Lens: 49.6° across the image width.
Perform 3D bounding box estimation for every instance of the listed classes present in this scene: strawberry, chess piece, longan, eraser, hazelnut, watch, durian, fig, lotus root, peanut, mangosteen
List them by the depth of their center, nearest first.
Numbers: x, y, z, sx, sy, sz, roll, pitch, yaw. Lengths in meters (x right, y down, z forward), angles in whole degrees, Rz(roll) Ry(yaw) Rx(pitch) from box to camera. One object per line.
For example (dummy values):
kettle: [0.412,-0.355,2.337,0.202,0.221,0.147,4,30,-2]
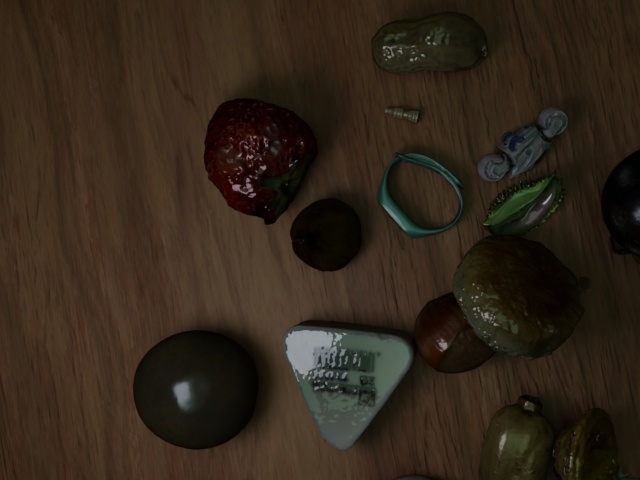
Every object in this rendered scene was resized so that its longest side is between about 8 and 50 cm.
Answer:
mangosteen: [0.781,-0.075,1.578,0.288,0.288,0.288,0,89,11]
lotus root: [0.475,0.512,1.672,0.160,0.146,0.284,15,90,-1]
hazelnut: [0.330,0.225,1.697,0.214,0.176,0.214,-2,51,3]
durian: [0.498,-0.093,1.708,0.220,0.137,0.095,-34,49,13]
fig: [-0.019,-0.024,1.721,0.190,0.290,0.190,-7,78,34]
peanut: [0.272,-0.498,1.730,0.291,0.159,0.143,1,63,11]
eraser: [0.096,0.320,1.746,0.331,0.150,0.331,0,88,9]
strawberry: [-0.174,-0.227,1.748,0.310,0.292,0.292,34,95,2]
longan: [-0.317,0.377,1.760,0.319,0.319,0.319,0,89,11]
watch: [0.251,-0.119,1.768,0.195,0.068,0.237,-43,83,6]
chess piece: [0.211,-0.330,1.799,0.092,0.035,0.035,15,91,14]

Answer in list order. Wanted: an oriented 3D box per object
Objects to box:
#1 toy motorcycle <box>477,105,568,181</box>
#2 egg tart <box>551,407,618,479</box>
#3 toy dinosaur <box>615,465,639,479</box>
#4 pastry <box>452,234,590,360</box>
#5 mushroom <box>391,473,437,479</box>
toy motorcycle: [0.507,-0.228,1.717,0.254,0.112,0.112,-37,82,8]
egg tart: [0.619,0.508,1.631,0.106,0.241,0.241,1,89,46]
toy dinosaur: [0.773,0.622,1.656,0.167,0.053,0.242,33,86,3]
pastry: [0.464,0.131,1.617,0.329,0.329,0.136,43,140,9]
mushroom: [0.234,0.702,1.672,0.243,0.243,0.243,0,89,11]
